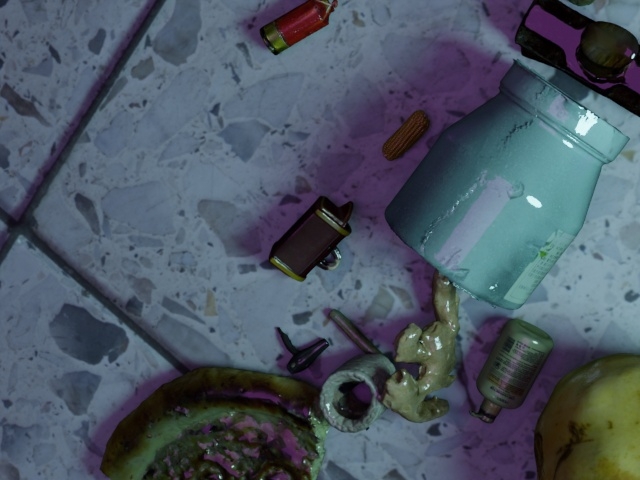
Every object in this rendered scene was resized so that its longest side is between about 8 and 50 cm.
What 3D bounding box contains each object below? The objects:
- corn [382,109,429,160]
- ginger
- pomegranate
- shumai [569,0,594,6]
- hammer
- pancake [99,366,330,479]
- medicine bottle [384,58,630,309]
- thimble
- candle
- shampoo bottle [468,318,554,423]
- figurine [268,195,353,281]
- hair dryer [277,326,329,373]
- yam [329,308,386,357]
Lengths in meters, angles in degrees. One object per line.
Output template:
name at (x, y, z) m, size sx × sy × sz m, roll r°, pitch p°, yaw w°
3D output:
corn at (0.131, -0.160, 1.676) m, size 0.092 × 0.037 × 0.037 m, roll -43°, pitch 82°, yaw 15°
ginger at (0.161, 0.157, 1.644) m, size 0.065 × 0.149 × 0.259 m, roll 20°, pitch 104°, yaw 40°
pomegranate at (0.453, 0.314, 1.501) m, size 0.332 × 0.332 × 0.333 m, roll 2°, pitch 96°, yaw 17°
shumai at (0.384, -0.390, 1.573) m, size 0.080 × 0.083 × 0.082 m, roll -42°, pitch 113°, yaw -14°
hammer at (0.361, -0.239, 1.410) m, size 0.242 × 0.409 × 0.095 m, roll 31°, pitch 104°, yaw 8°
pancake at (-0.180, 0.359, 1.806) m, size 0.426 × 0.067 × 0.305 m, roll -2°, pitch 97°, yaw 15°
medicine bottle at (0.267, -0.084, 1.533) m, size 0.245 × 0.245 × 0.290 m, roll 38°, pitch 106°, yaw 10°
thimble at (0.062, 0.236, 1.700) m, size 0.115 × 0.090 × 0.102 m, roll -28°, pitch 90°, yaw 31°
candle at (-0.029, -0.341, 1.701) m, size 0.130 × 0.052 × 0.052 m, roll -29°, pitch 87°, yaw 17°
shampoo bottle at (0.283, 0.203, 1.642) m, size 0.079 × 0.079 × 0.162 m, roll 28°, pitch 103°, yaw 13°
figurine at (0.001, -0.001, 1.715) m, size 0.098 × 0.082 × 0.154 m, roll 45°, pitch 105°, yaw -6°
hair dryer at (-0.037, 0.166, 1.767) m, size 0.079 × 0.031 × 0.083 m, roll -40°, pitch 75°, yaw 6°
yam at (0.058, 0.153, 1.737) m, size 0.116 × 0.021 × 0.021 m, roll 44°, pitch 105°, yaw 7°
